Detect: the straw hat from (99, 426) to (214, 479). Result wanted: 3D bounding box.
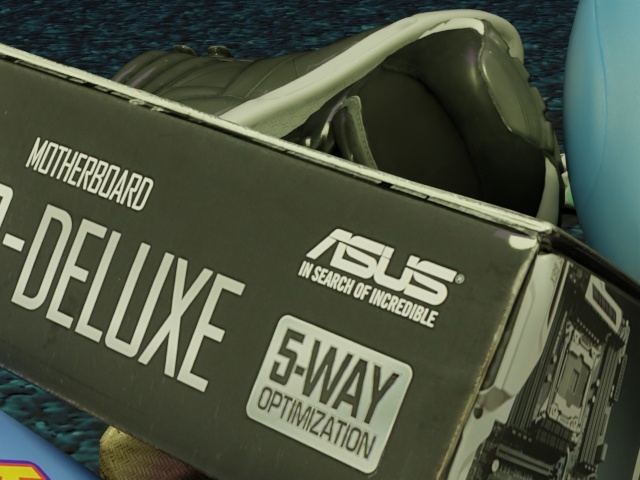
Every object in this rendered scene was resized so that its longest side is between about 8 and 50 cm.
[{"bbox_3d":[-0.051,0.089,0.660,0.144,0.061,0.144,-4,21,1],"label":"straw hat"}]

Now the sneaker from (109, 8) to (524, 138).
[{"bbox_3d":[-0.015,-0.089,1.055,0.295,0.105,0.147,-25,33,-33],"label":"sneaker"}]

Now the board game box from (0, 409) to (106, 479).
[{"bbox_3d":[-0.063,0.123,0.280,0.347,0.078,0.233,31,16,16],"label":"board game box"}]

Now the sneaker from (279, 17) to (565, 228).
[{"bbox_3d":[0.000,0.000,0.743,0.124,0.107,0.283,-24,-6,-24],"label":"sneaker"}]

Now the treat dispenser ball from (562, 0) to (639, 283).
[{"bbox_3d":[0.236,-0.051,0.646,0.288,0.288,0.288,-4,21,1],"label":"treat dispenser ball"}]

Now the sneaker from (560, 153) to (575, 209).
[{"bbox_3d":[0.125,-0.040,0.992,0.098,0.038,0.069,-11,22,-17],"label":"sneaker"}]

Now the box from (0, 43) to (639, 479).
[{"bbox_3d":[0.024,0.039,0.508,0.242,0.076,0.307,21,-4,39],"label":"box"}]
